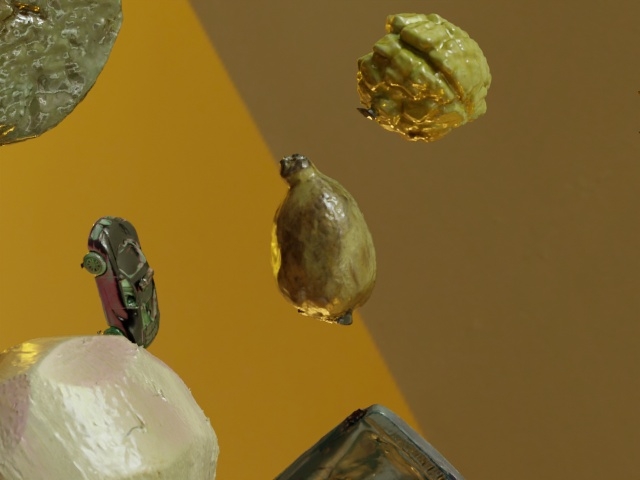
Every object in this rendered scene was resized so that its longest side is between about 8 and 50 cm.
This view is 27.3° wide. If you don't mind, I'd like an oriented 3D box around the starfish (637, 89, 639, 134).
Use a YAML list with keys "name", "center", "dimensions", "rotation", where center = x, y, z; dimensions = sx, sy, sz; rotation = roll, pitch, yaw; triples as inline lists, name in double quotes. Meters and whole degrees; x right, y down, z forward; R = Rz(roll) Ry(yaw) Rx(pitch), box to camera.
- name: "starfish"
  center: [0.385, -0.143, 1.477]
  dimensions: [0.078, 0.028, 0.091]
  rotation: [149, -49, -61]

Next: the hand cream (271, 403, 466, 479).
- name: "hand cream"
  center: [-0.004, 0.160, 0.725]
  dimensions: [0.083, 0.048, 0.224]
  rotation: [45, -45, -3]

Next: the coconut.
- name: "coconut"
  center: [-0.217, 0.189, 1.206]
  dimensions: [0.227, 0.227, 0.230]
  rotation: [-44, -109, 37]

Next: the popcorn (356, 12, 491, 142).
- name: "popcorn"
  center: [0.120, -0.201, 1.638]
  dimensions: [0.173, 0.173, 0.142]
  rotation: [-12, -118, 47]

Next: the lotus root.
- name: "lotus root"
  center: [0.000, 0.000, 1.578]
  dimensions: [0.138, 0.138, 0.214]
  rotation: [6, -68, 48]

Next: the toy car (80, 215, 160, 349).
- name: "toy car"
  center: [-0.192, 0.044, 1.307]
  dimensions: [0.055, 0.069, 0.142]
  rotation: [-2, -64, 20]

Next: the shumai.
- name: "shumai"
  center: [-0.293, -0.206, 1.097]
  dimensions: [0.218, 0.189, 0.256]
  rotation: [15, -99, 48]
